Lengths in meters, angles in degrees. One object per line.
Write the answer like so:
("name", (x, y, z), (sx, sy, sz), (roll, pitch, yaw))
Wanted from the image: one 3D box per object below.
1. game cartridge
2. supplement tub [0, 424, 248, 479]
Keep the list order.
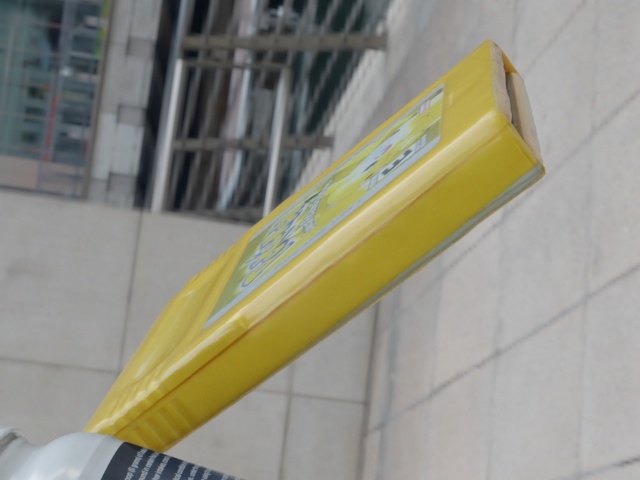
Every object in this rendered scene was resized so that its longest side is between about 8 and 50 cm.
("game cartridge", (0.000, 0.000, 0.856), (0.324, 0.052, 0.285), (-36, 10, 15))
("supplement tub", (-0.077, 0.211, 0.661), (0.191, 0.272, 0.191), (18, -90, -89))
